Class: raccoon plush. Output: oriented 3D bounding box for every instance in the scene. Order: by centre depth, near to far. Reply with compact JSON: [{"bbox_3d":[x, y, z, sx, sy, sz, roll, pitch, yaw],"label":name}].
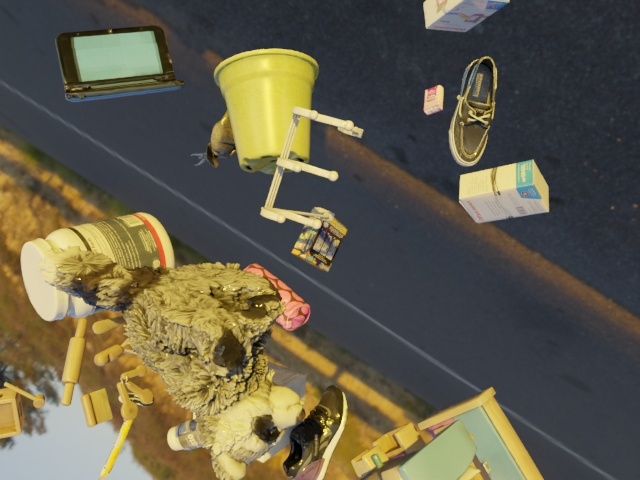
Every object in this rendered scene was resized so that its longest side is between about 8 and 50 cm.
[{"bbox_3d":[-0.232,0.189,1.033,0.446,0.216,0.299,20,117,23],"label":"raccoon plush"}]

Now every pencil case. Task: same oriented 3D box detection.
[{"bbox_3d":[-0.130,0.154,1.675,0.209,0.098,0.095,33,126,26],"label":"pencil case"}]

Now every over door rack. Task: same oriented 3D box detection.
[{"bbox_3d":[0.006,-0.153,1.385,0.108,0.239,0.324,22,-170,20],"label":"over door rack"}]

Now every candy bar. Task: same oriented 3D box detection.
[{"bbox_3d":[-0.481,0.488,1.489,0.018,0.161,0.040,36,133,-21],"label":"candy bar"}]

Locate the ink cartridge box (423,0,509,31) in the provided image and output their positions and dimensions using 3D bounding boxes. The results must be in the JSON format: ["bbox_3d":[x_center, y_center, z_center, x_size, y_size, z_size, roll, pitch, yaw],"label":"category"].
[{"bbox_3d":[0.244,-0.403,1.071,0.088,0.052,0.122,-3,176,-24],"label":"ink cartridge box"}]

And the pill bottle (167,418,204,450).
[{"bbox_3d":[-0.349,0.535,1.746,0.137,0.078,0.078,-21,134,22],"label":"pill bottle"}]

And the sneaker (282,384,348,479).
[{"bbox_3d":[-0.017,0.541,1.786,0.124,0.283,0.107,30,161,-34],"label":"sneaker"}]

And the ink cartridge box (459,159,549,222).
[{"bbox_3d":[0.497,-0.128,1.713,0.203,0.086,0.148,-9,149,32],"label":"ink cartridge box"}]

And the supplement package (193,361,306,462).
[{"bbox_3d":[-0.207,0.472,1.838,0.263,0.199,0.198,12,-165,30],"label":"supplement package"}]

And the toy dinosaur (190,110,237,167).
[{"bbox_3d":[-0.332,-0.361,2.233,0.121,0.160,0.313,53,142,14],"label":"toy dinosaur"}]

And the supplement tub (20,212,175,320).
[{"bbox_3d":[-0.473,0.054,1.360,0.191,0.272,0.191,17,115,42],"label":"supplement tub"}]

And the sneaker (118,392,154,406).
[{"bbox_3d":[-0.531,0.455,1.823,0.109,0.040,0.044,22,164,-41],"label":"sneaker"}]

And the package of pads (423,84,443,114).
[{"bbox_3d":[0.319,-0.394,1.773,0.050,0.083,0.032,-14,139,31],"label":"package of pads"}]

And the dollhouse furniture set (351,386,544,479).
[{"bbox_3d":[0.148,0.395,0.923,0.286,0.303,0.198,-40,74,42],"label":"dollhouse furniture set"}]

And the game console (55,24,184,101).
[{"bbox_3d":[-0.530,-0.470,1.654,0.250,0.293,0.173,-144,45,-64],"label":"game console"}]

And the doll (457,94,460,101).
[{"bbox_3d":[0.430,-0.363,1.812,0.129,0.046,0.189,61,-163,0],"label":"doll"}]

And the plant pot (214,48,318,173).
[{"bbox_3d":[-0.127,-0.314,1.632,0.276,0.254,0.276,-6,171,-1],"label":"plant pot"}]

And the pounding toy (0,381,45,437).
[{"bbox_3d":[-0.962,0.505,1.961,0.094,0.206,0.181,-142,47,-66],"label":"pounding toy"}]

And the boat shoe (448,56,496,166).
[{"bbox_3d":[0.310,-0.260,1.278,0.078,0.219,0.070,6,-176,-3],"label":"boat shoe"}]

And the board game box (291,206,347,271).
[{"bbox_3d":[0.000,0.000,1.756,0.048,0.141,0.170,21,173,27],"label":"board game box"}]

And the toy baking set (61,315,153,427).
[{"bbox_3d":[-0.404,0.233,1.222,0.030,0.256,0.197,-18,151,32],"label":"toy baking set"}]
